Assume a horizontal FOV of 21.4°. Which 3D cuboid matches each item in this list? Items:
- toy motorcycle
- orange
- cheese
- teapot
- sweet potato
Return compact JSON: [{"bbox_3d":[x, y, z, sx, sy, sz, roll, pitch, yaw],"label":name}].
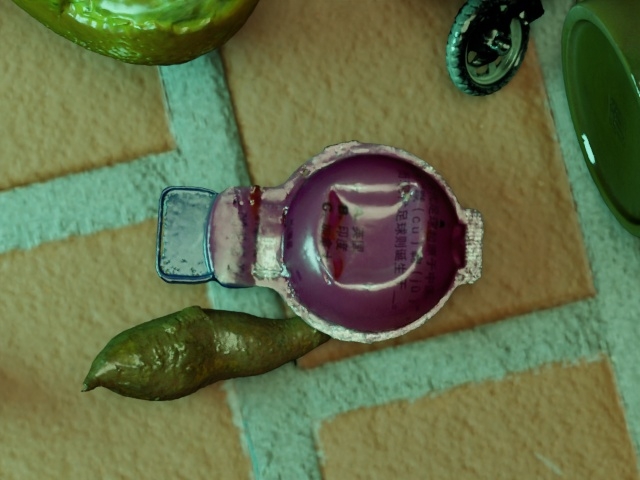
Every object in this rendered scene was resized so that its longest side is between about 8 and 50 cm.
[{"bbox_3d":[0.128,-0.263,1.237,0.169,0.113,0.315,-35,128,-26],"label":"toy motorcycle"},{"bbox_3d":[-0.146,-0.227,1.235,0.237,0.158,0.179,28,78,4],"label":"orange"},{"bbox_3d":[0.000,0.000,1.265,0.244,0.062,0.155,1,78,0],"label":"cheese"},{"bbox_3d":[0.282,-0.118,1.236,0.175,0.185,0.267,-16,50,-9],"label":"teapot"},{"bbox_3d":[-0.079,0.078,1.263,0.226,0.068,0.068,-11,85,-22],"label":"sweet potato"}]
